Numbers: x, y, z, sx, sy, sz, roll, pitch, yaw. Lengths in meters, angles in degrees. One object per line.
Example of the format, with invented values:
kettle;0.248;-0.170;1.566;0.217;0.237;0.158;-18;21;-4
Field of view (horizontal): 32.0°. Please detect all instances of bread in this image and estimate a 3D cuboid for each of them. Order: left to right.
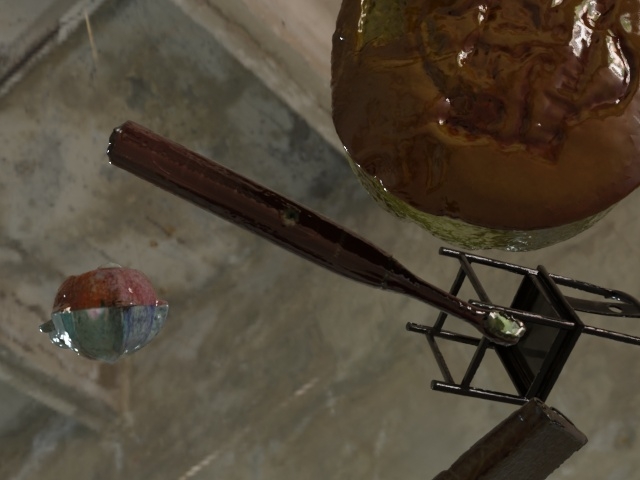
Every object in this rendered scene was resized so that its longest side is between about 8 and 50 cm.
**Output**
bread;0.136;-0.121;0.835;0.270;0.269;0.148;-20;-19;-1

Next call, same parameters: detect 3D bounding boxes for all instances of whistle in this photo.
whistle;-0.314;0.107;1.556;0.142;0.133;0.346;-29;5;-26

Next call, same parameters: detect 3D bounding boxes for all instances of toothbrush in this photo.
toothbrush;0.000;0.000;0.887;0.364;0.041;0.041;27;-57;-7

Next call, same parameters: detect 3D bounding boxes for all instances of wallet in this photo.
wallet;0.090;0.211;0.844;0.243;0.039;0.133;-42;-32;9

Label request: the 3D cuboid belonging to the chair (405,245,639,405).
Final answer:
chair;0.259;0.114;1.367;0.260;0.154;0.141;13;-64;-17
